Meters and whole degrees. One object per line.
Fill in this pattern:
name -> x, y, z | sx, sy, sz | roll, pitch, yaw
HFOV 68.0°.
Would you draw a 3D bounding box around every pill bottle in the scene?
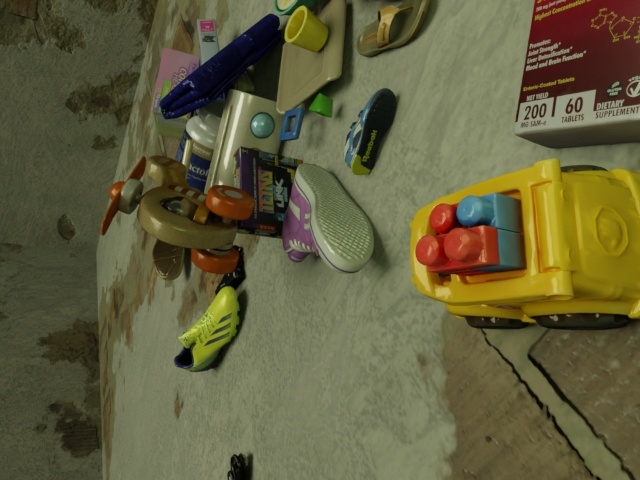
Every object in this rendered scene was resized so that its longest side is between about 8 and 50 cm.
pill bottle -> -0.310, -0.248, 1.308 | 0.264, 0.153, 0.153 | -60, 38, 32

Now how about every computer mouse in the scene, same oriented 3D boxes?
computer mouse -> -0.130, 0.555, 0.932 | 0.272, 0.072, 0.188 | 177, 97, -70

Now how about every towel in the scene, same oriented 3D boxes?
towel -> -0.237, -0.409, 1.152 | 0.228, 0.076, 0.308 | -5, 39, 55

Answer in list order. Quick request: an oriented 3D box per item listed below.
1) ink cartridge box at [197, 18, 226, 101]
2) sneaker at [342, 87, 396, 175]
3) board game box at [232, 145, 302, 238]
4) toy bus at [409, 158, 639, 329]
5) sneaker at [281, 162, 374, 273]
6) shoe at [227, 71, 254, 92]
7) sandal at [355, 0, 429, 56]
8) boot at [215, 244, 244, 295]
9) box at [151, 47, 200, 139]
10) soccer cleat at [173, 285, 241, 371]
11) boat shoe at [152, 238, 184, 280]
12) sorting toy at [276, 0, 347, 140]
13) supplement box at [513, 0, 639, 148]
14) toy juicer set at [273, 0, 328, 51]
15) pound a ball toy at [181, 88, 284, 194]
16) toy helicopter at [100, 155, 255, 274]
ink cartridge box -> -0.318, -0.481, 1.402 | 0.185, 0.065, 0.311 | 101, 156, -56
sneaker -> 0.074, -0.182, 0.778 | 0.144, 0.053, 0.059 | -66, 33, 22
board game box -> -0.104, -0.093, 0.957 | 0.048, 0.141, 0.170 | -29, 60, 52
toy bus -> 0.160, 0.011, 0.451 | 0.220, 0.212, 0.149 | -18, 69, 57
sneaker -> 0.001, 0.000, 0.822 | 0.282, 0.102, 0.161 | -110, 37, -53
shoe -> -0.238, -0.459, 1.341 | 0.219, 0.058, 0.076 | -120, 27, -50
sandal -> 0.105, -0.348, 0.767 | 0.180, 0.049, 0.072 | 1, 84, 58
boot -> -0.237, 0.076, 1.222 | 0.121, 0.045, 0.099 | -42, 52, 37
box -> -0.482, -0.479, 1.594 | 0.243, 0.117, 0.213 | 163, 116, -73
soccer cleat -> -0.288, 0.231, 1.194 | 0.289, 0.121, 0.093 | -61, 37, 30
boat shoe -> -0.511, 0.017, 1.635 | 0.098, 0.109, 0.302 | 73, 179, -55
sorting toy -> -0.012, -0.363, 0.957 | 0.196, 0.047, 0.347 | -13, 68, 52
supplement box -> 0.275, -0.215, 0.447 | 0.130, 0.073, 0.239 | 9, 90, 59
toy juicer set -> -0.026, -0.531, 0.919 | 0.209, 0.090, 0.329 | -48, 43, 31
pound a ball toy -> -0.208, -0.176, 1.078 | 0.136, 0.208, 0.319 | 36, 113, 55
toy helicopter -> -0.285, -0.082, 0.888 | 0.355, 0.235, 0.140 | 49, 126, 51
